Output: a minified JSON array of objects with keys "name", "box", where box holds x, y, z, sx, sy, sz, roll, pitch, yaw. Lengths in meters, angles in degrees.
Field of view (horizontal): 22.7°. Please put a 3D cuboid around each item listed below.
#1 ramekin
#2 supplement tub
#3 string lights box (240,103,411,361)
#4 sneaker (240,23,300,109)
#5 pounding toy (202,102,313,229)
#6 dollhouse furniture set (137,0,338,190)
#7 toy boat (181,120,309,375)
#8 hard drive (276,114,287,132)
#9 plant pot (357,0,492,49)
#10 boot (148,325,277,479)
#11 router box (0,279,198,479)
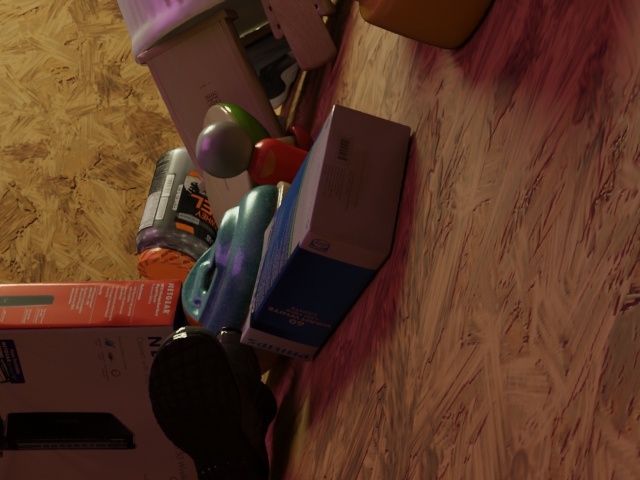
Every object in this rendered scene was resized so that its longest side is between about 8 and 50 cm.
[{"name":"ramekin","box":[-0.150,-0.355,2.155,0.135,0.277,0.277,64,166,2]},{"name":"supplement tub","box":[-0.206,-0.032,2.368,0.117,0.117,0.190,123,161,-61]},{"name":"string lights box","box":[0.000,0.000,1.473,0.259,0.077,0.133,122,162,-61]},{"name":"sneaker","box":[-0.093,-0.314,2.359,0.101,0.153,0.268,-83,13,-45]},{"name":"pounding toy","box":[-0.063,-0.060,1.979,0.183,0.110,0.236,159,99,-69]},{"name":"dollhouse furniture set","box":[-0.056,-0.215,2.183,0.286,0.198,0.303,-26,-2,18]},{"name":"toy boat","box":[-0.086,0.001,1.771,0.267,0.148,0.318,116,167,-47]},{"name":"hard drive","box":[-0.124,0.020,2.299,0.233,0.047,0.353,121,163,-58]},{"name":"plant pot","box":[0.036,-0.310,1.294,0.254,0.239,0.254,-164,90,-82]},{"name":"boot","box":[-0.102,0.140,1.561,0.161,0.084,0.246,-88,-15,-50]},{"name":"router box","box":[-0.292,0.197,1.860,0.082,0.301,0.335,-85,-9,-51]}]
